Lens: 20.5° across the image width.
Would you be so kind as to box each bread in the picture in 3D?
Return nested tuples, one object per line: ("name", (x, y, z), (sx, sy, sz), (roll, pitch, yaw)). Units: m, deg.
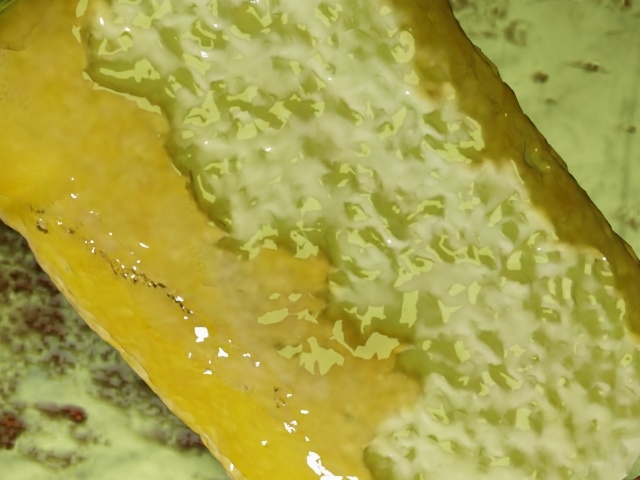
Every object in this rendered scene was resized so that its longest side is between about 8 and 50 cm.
("bread", (0.000, 0.000, 0.869), (0.236, 0.165, 0.375), (-41, 103, 1))

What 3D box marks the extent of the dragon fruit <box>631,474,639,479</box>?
("dragon fruit", (0.205, 0.229, 0.908), (0.125, 0.125, 0.246), (-11, 96, 24))
